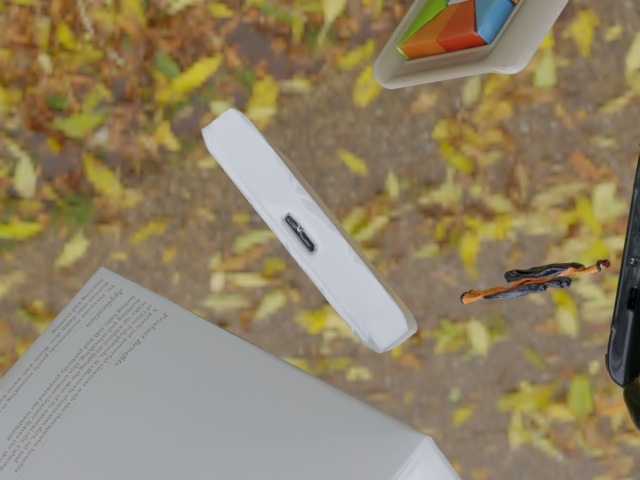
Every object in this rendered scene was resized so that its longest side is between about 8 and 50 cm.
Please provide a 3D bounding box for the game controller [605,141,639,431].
[{"bbox_3d":[0.337,0.036,1.698,0.067,0.166,0.319,-3,122,-9],"label":"game controller"}]

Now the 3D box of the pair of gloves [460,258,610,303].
[{"bbox_3d":[0.137,0.024,1.110,0.074,0.010,0.083,-10,-175,36],"label":"pair of gloves"}]

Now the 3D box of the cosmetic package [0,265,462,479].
[{"bbox_3d":[-0.076,0.180,1.215,0.197,0.365,0.155,-49,134,-15],"label":"cosmetic package"}]

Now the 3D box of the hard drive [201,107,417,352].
[{"bbox_3d":[0.000,0.000,1.372,0.040,0.203,0.307,-39,175,1],"label":"hard drive"}]

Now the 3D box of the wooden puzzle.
[{"bbox_3d":[0.168,-0.255,1.774,0.044,0.221,0.239,42,161,-26],"label":"wooden puzzle"}]
